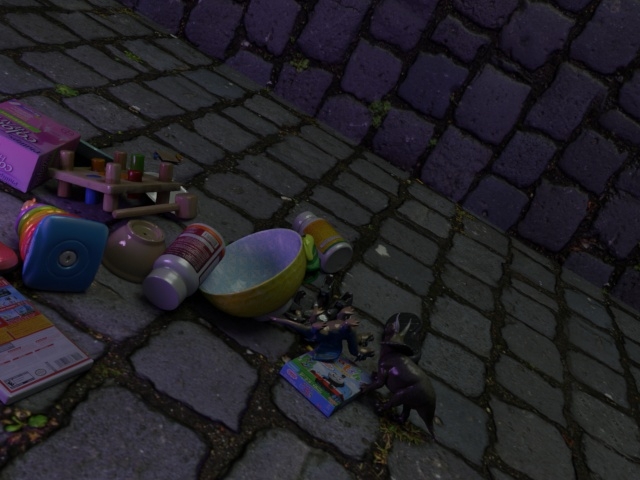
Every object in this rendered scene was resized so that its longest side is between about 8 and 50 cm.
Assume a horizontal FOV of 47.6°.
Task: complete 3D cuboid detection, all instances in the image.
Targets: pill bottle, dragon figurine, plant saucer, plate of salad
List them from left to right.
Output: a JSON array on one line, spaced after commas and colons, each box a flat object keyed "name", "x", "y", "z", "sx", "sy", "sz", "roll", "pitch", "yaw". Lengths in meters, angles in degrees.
[{"name": "plant saucer", "x": -0.686, "y": -0.265, "z": 2.133, "sx": 0.195, "sy": 0.037, "sz": 0.195, "roll": 31, "pitch": -1, "yaw": 0}, {"name": "plate of salad", "x": -0.457, "y": -0.132, "z": 2.168, "sx": 0.200, "sy": 0.048, "sz": 0.199, "roll": 35, "pitch": 22, "yaw": -16}, {"name": "pill bottle", "x": -0.331, "y": 0.063, "z": 1.764, "sx": 0.121, "sy": 0.121, "sz": 0.221, "roll": 31, "pitch": 41, "yaw": 3}, {"name": "pill bottle", "x": 0.000, "y": 0.000, "z": 2.343, "sx": 0.118, "sy": 0.117, "sz": 0.208, "roll": 4, "pitch": 33, "yaw": -46}, {"name": "dragon figurine", "x": 0.013, "y": 0.242, "z": 1.800, "sx": 0.290, "sy": 0.143, "sz": 0.085, "roll": -2, "pitch": 34, "yaw": -18}]

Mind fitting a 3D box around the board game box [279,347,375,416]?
[{"name": "board game box", "x": 0.021, "y": 0.335, "z": 1.778, "sx": 0.160, "sy": 0.039, "sz": 0.212, "roll": 38, "pitch": 23, "yaw": 20}]

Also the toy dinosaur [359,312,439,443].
[{"name": "toy dinosaur", "x": 0.204, "y": 0.351, "z": 1.760, "sx": 0.121, "sy": 0.160, "sz": 0.313, "roll": -3, "pitch": 57, "yaw": -55}]

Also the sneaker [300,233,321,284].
[{"name": "sneaker", "x": -0.067, "y": 0.071, "z": 2.041, "sx": 0.295, "sy": 0.110, "sz": 0.123, "roll": 131, "pitch": -64, "yaw": -75}]

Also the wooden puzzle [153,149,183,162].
[{"name": "wooden puzzle", "x": -0.516, "y": -0.281, "z": 2.451, "sx": 0.116, "sy": 0.014, "sz": 0.078, "roll": 9, "pitch": 26, "yaw": -40}]

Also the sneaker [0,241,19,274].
[{"name": "sneaker", "x": -0.763, "y": -0.035, "z": 1.491, "sx": 0.314, "sy": 0.136, "sz": 0.116, "roll": 28, "pitch": 24, "yaw": -3}]

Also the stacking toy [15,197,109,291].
[{"name": "stacking toy", "x": -0.625, "y": -0.024, "z": 1.648, "sx": 0.166, "sy": 0.175, "sz": 0.302, "roll": 11, "pitch": 18, "yaw": -43}]

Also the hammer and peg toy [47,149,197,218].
[{"name": "hammer and peg toy", "x": -0.506, "y": -0.152, "z": 1.902, "sx": 0.362, "sy": 0.127, "sz": 0.266, "roll": 16, "pitch": 14, "yaw": 32}]

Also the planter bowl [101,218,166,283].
[{"name": "planter bowl", "x": -0.449, "y": 0.015, "z": 1.795, "sx": 0.162, "sy": 0.109, "sz": 0.162, "roll": 25, "pitch": 23, "yaw": -11}]

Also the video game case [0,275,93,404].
[{"name": "video game case", "x": -0.602, "y": 0.180, "z": 1.381, "sx": 0.285, "sy": 0.025, "sz": 0.204, "roll": 37, "pitch": 24, "yaw": 17}]

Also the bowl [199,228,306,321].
[{"name": "bowl", "x": -0.152, "y": 0.111, "z": 1.844, "sx": 0.289, "sy": 0.290, "sz": 0.156, "roll": -95, "pitch": 164, "yaw": -63}]

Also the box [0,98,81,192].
[{"name": "box", "x": -0.801, "y": -0.258, "z": 1.932, "sx": 0.214, "sy": 0.117, "sz": 0.243, "roll": 29, "pitch": 23, "yaw": -2}]

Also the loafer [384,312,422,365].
[{"name": "loafer", "x": 0.237, "y": 0.301, "z": 2.069, "sx": 0.109, "sy": 0.095, "sz": 0.302, "roll": 0, "pitch": 18, "yaw": 6}]

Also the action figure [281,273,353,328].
[{"name": "action figure", "x": 0.004, "y": 0.191, "z": 1.974, "sx": 0.185, "sy": 0.099, "sz": 0.285, "roll": 28, "pitch": 21, "yaw": 8}]
